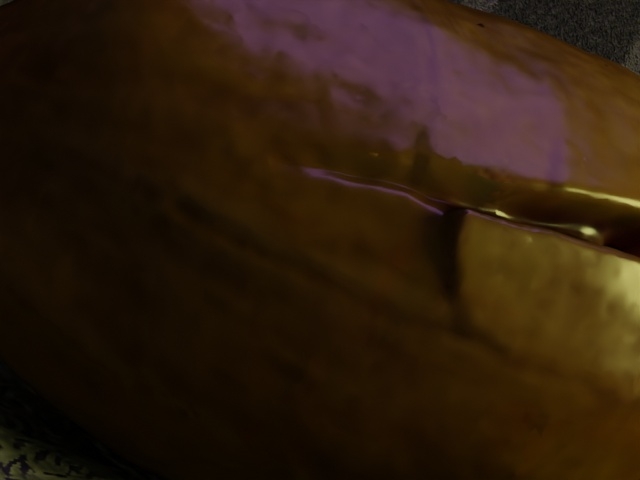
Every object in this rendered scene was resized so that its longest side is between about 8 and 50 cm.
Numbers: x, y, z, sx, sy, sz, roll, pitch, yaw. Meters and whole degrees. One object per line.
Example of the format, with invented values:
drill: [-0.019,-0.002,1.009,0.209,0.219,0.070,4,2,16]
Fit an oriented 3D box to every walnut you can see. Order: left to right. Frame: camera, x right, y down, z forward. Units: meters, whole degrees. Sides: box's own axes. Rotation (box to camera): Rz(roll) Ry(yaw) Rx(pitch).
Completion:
walnut: [0.000,0.000,0.448,0.336,0.209,0.209,22,6,-17]
